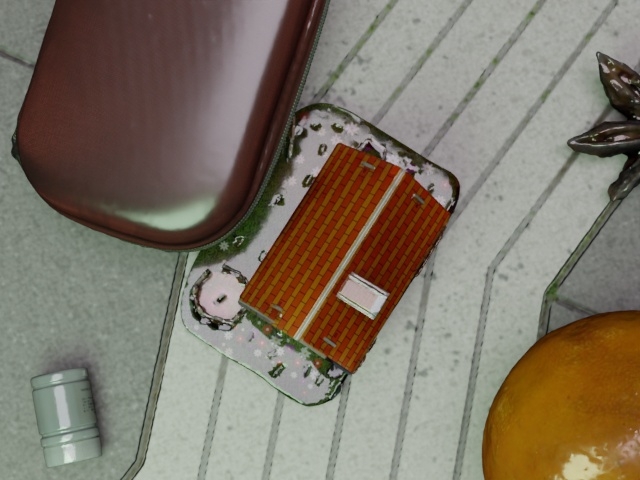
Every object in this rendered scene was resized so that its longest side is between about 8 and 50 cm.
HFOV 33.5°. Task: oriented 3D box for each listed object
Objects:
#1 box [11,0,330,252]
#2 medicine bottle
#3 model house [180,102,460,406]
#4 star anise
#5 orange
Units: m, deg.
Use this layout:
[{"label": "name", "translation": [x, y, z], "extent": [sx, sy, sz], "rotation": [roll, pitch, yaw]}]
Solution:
[{"label": "box", "translation": [-0.138, -0.194, 1.028], "extent": [0.263, 0.108, 0.404], "rotation": [20, 94, 6]}, {"label": "medicine bottle", "translation": [-0.255, 0.177, 1.064], "extent": [0.058, 0.058, 0.091], "rotation": [-11, 83, -4]}, {"label": "model house", "translation": [0.000, 0.002, 1.053], "extent": [0.207, 0.154, 0.294], "rotation": [33, 83, 1]}, {"label": "star anise", "translation": [0.392, -0.114, 1.120], "extent": [0.262, 0.081, 0.230], "rotation": [0, 82, 9]}, {"label": "orange", "translation": [0.289, 0.205, 0.980], "extent": [0.283, 0.226, 0.284], "rotation": [5, 113, 12]}]
